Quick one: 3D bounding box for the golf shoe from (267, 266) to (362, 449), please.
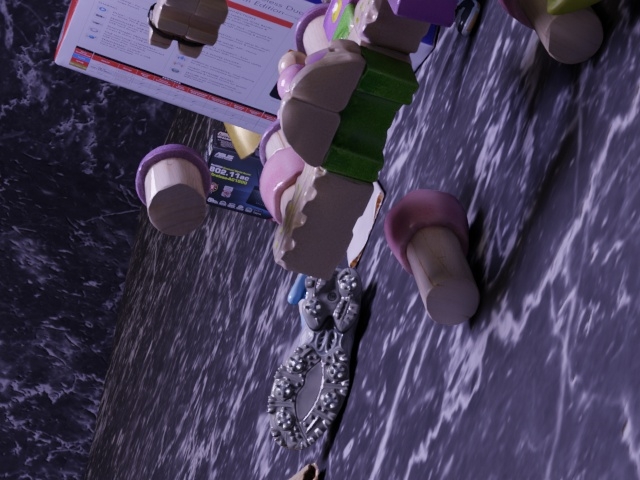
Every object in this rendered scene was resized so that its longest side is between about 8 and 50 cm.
[{"bbox_3d":[0.002,0.113,1.777,0.086,0.069,0.176,74,-147,-72],"label":"golf shoe"}]

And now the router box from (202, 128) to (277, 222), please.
[{"bbox_3d":[-0.088,-0.078,2.372,0.038,0.122,0.092,-92,21,-48],"label":"router box"}]

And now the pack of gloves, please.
[{"bbox_3d":[0.000,0.000,1.986,0.232,0.046,0.195,-104,32,-71],"label":"pack of gloves"}]

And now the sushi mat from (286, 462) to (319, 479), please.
[{"bbox_3d":[-0.062,0.308,1.839,0.316,0.019,0.151,132,153,-67],"label":"sushi mat"}]

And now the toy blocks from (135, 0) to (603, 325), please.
[{"bbox_3d":[0.007,-0.143,1.436,0.260,0.309,0.288,-104,34,-60],"label":"toy blocks"}]

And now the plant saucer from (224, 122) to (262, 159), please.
[{"bbox_3d":[-0.032,-0.275,2.285,0.332,0.081,0.333,-52,13,7],"label":"plant saucer"}]

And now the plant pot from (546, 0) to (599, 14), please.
[{"bbox_3d":[0.146,-0.290,1.224,0.227,0.207,0.228,-45,27,56],"label":"plant pot"}]

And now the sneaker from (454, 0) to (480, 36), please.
[{"bbox_3d":[0.121,-0.211,1.734,0.083,0.037,0.032,-88,21,-54],"label":"sneaker"}]

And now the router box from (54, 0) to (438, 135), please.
[{"bbox_3d":[-0.077,-0.220,1.969,0.301,0.335,0.082,132,154,-63],"label":"router box"}]

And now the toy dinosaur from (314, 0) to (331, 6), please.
[{"bbox_3d":[0.055,-0.262,1.750,0.313,0.121,0.160,-58,-8,-43],"label":"toy dinosaur"}]
